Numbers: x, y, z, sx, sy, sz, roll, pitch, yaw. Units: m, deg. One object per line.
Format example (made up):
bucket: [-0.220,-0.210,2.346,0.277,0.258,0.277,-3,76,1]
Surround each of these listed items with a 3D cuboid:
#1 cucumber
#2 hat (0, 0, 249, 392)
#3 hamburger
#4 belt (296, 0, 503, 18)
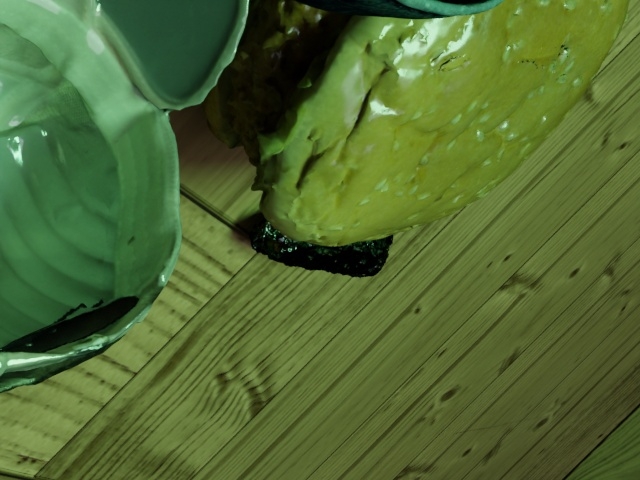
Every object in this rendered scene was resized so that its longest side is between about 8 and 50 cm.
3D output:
cucumber: [0.000,0.000,1.179,0.053,0.053,0.181,-51,154,16]
hat: [-0.154,-0.068,0.695,0.232,0.161,0.275,-37,136,-50]
hamburger: [0.061,-0.112,0.945,0.283,0.145,0.259,-11,146,-44]
belt: [0.023,-0.207,0.686,0.267,0.116,0.206,16,86,-50]
